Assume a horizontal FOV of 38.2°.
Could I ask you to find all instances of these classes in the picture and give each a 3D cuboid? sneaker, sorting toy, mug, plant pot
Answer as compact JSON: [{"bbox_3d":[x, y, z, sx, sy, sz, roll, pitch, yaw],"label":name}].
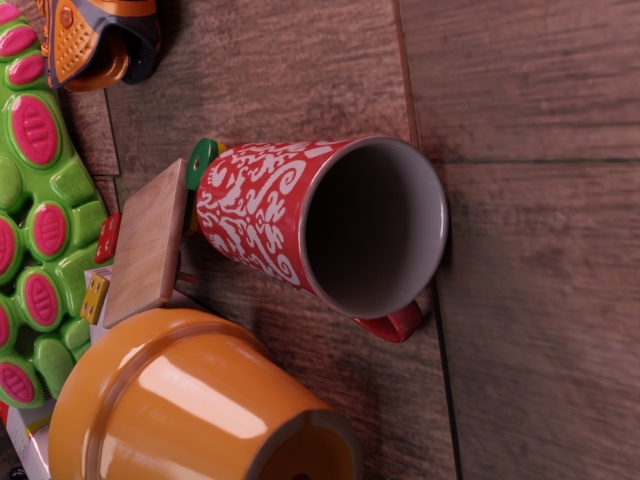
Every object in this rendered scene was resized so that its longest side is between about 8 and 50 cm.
[{"bbox_3d":[-0.260,-0.235,0.892,0.321,0.125,0.180,18,116,51],"label":"sneaker"},{"bbox_3d":[-0.150,0.013,0.856,0.274,0.046,0.132,-26,52,52],"label":"sorting toy"},{"bbox_3d":[-0.357,-0.044,1.095,0.202,0.185,0.482,149,110,-69],"label":"sneaker"},{"bbox_3d":[-0.008,0.000,0.638,0.169,0.113,0.150,14,112,56],"label":"mug"},{"bbox_3d":[-0.076,0.170,0.725,0.188,0.205,0.205,12,113,45],"label":"plant pot"}]

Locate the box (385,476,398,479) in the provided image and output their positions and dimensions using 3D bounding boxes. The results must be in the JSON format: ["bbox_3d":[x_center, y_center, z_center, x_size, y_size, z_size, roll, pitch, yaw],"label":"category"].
[{"bbox_3d":[0.066,0.283,0.700,0.105,0.043,0.179,34,126,44],"label":"box"}]

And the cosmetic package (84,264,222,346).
[{"bbox_3d":[-0.162,0.103,0.939,0.239,0.060,0.098,23,118,49],"label":"cosmetic package"}]

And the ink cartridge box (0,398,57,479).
[{"bbox_3d":[-0.293,0.222,1.107,0.231,0.134,0.078,54,142,27],"label":"ink cartridge box"}]

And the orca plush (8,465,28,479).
[{"bbox_3d":[-0.377,0.294,1.266,0.287,0.102,0.151,163,102,-64],"label":"orca plush"}]

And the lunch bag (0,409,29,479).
[{"bbox_3d":[-0.592,0.358,1.499,0.287,0.235,0.169,52,143,30],"label":"lunch bag"}]
